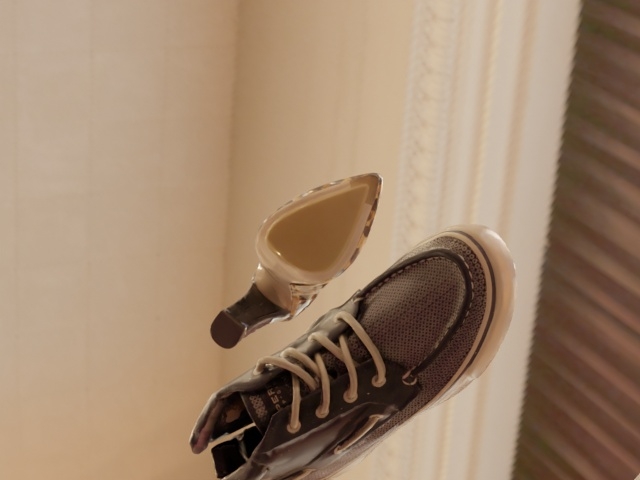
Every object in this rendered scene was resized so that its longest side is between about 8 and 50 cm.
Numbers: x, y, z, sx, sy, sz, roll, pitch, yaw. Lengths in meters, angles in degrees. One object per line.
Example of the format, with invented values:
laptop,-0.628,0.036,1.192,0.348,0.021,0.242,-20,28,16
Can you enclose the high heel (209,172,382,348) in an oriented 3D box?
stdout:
high heel,0.000,0.000,1.525,0.093,0.186,0.261,47,-63,5

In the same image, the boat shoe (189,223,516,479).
boat shoe,0.021,0.116,1.247,0.158,0.127,0.340,-7,-35,-44

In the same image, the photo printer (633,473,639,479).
photo printer,0.332,0.299,1.172,0.256,0.107,0.307,41,-89,-6
